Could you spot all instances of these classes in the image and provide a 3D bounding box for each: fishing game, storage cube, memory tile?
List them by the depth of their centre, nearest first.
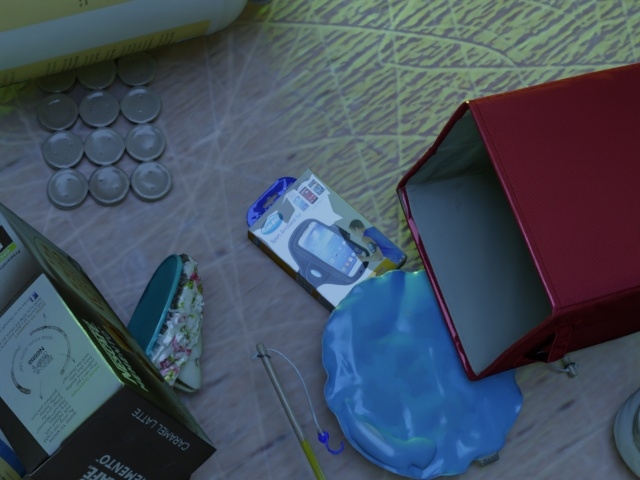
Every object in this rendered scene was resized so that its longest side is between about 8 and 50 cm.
[{"bbox_3d":[0.205,-0.014,1.338,0.193,0.183,0.215,-15,73,-22],"label":"storage cube"},{"bbox_3d":[0.087,0.115,1.376,0.264,0.041,0.189,-26,79,-22],"label":"fishing game"},{"bbox_3d":[-0.196,-0.101,1.441,0.113,0.012,0.148,-7,73,-6],"label":"memory tile"}]

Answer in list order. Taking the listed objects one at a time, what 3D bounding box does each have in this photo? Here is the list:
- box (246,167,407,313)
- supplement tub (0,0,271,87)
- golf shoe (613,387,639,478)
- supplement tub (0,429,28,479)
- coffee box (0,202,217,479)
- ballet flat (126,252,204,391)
[{"bbox_3d":[0.000,0.000,1.416,0.136,0.028,0.081,42,74,7],"label":"box"},{"bbox_3d":[-0.199,-0.272,1.367,0.331,0.241,0.241,-17,74,-17],"label":"supplement tub"},{"bbox_3d":[0.381,0.087,1.359,0.115,0.140,0.306,42,73,11],"label":"golf shoe"},{"bbox_3d":[-0.334,0.196,1.266,0.144,0.144,0.200,38,73,8],"label":"supplement tub"},{"bbox_3d":[-0.205,0.093,1.251,0.098,0.141,0.246,-44,50,2],"label":"coffee box"},{"bbox_3d":[-0.146,0.130,1.346,0.077,0.091,0.241,32,75,-26],"label":"ballet flat"}]
